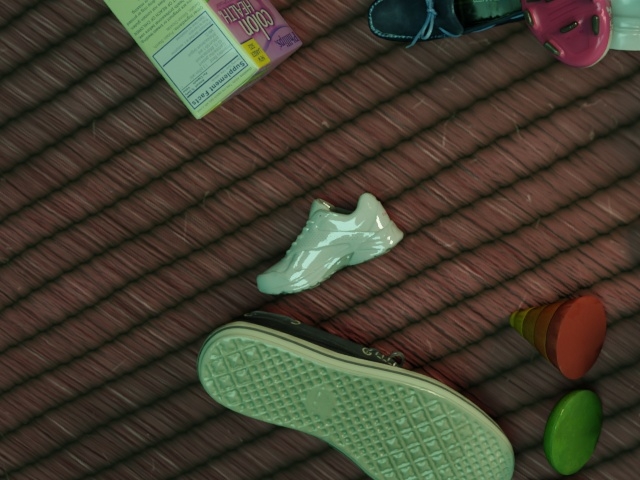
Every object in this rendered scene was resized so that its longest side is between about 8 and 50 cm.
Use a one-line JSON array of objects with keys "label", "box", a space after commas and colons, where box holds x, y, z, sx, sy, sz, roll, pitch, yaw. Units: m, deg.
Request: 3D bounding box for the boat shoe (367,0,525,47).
[{"label": "boat shoe", "box": [0.183, -0.327, 1.853, 0.258, 0.089, 0.109, -13, 102, 18]}]

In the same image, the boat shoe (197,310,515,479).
[{"label": "boat shoe", "box": [0.059, 0.238, 2.032, 0.500, 0.156, 0.186, 23, 107, -5]}]

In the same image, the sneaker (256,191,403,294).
[{"label": "sneaker", "box": [0.000, 0.000, 2.015, 0.232, 0.090, 0.115, -26, 92, 12]}]

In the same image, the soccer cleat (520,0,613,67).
[{"label": "soccer cleat", "box": [0.293, -0.375, 1.754, 0.116, 0.143, 0.331, -33, 81, 34]}]

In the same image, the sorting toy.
[{"label": "sorting toy", "box": [0.328, 0.242, 2.000, 0.126, 0.127, 0.365, 16, 116, 41]}]

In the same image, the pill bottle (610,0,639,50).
[{"label": "pill bottle", "box": [0.400, -0.359, 1.767, 0.121, 0.121, 0.216, 8, 109, 13]}]

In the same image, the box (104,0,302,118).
[{"label": "box", "box": [-0.167, -0.314, 1.885, 0.117, 0.213, 0.243, -36, 94, 22]}]
